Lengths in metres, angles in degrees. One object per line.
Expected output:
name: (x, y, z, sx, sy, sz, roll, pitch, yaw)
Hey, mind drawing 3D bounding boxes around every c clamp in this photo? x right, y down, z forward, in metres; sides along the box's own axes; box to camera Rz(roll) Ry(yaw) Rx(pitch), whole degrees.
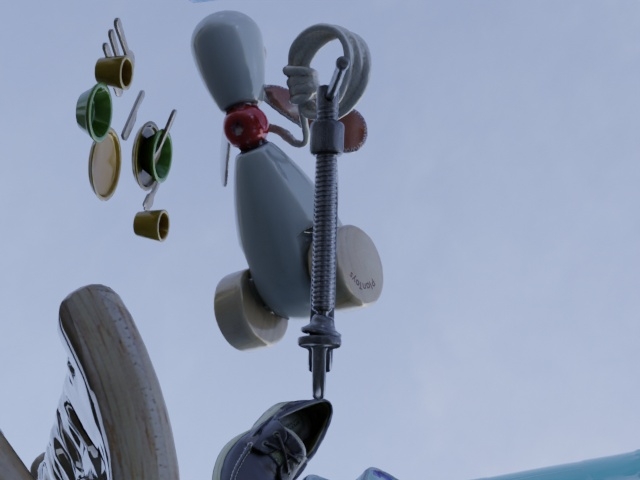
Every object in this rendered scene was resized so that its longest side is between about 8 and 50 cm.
c clamp: (0.000, 0.000, 0.805, 0.022, 0.137, 0.160, 2, -97, -2)

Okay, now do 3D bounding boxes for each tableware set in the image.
tableware set: (-0.122, -0.061, 1.041, 0.024, 0.104, 0.154, 5, -41, 15)

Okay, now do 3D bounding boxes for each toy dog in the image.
toy dog: (-0.024, -0.056, 1.572, 0.220, 0.161, 0.333, 5, -86, 29)

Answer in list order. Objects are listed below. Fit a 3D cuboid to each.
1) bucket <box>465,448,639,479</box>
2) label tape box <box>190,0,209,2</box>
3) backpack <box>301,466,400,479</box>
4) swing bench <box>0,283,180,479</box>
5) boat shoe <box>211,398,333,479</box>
bucket: (0.152, 0.268, 0.986, 0.183, 0.281, 0.281, -18, -66, 9)
label tape box: (-0.040, -0.264, 0.889, 0.249, 0.115, 0.348, -4, -17, 23)
backpack: (0.063, 0.344, 1.474, 0.191, 0.225, 0.253, -34, -49, 27)
swing bench: (-0.156, 0.073, 0.480, 0.255, 0.165, 0.253, 36, -22, 0)
boat shoe: (-0.035, 0.162, 1.231, 0.049, 0.152, 0.056, -32, -79, 31)
